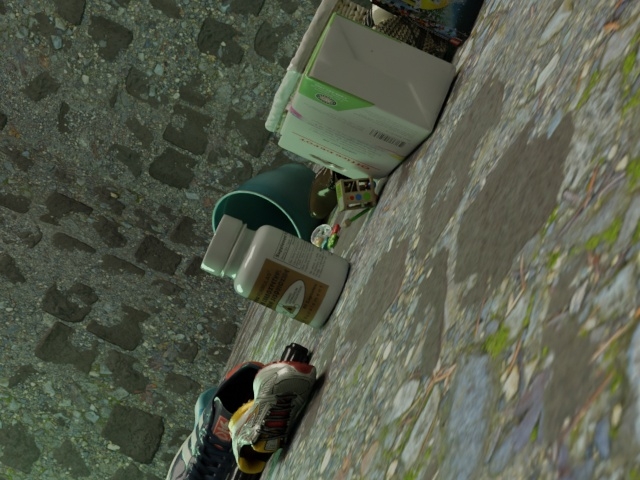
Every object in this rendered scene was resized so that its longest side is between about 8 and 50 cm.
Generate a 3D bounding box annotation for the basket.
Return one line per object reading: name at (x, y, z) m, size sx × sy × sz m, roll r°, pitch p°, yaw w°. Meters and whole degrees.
basket at (0.041, -0.466, 2.426) m, size 0.328 × 0.267 × 0.331 m, roll 125°, pitch 168°, yaw -62°

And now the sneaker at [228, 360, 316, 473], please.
sneaker at (-0.064, 0.259, 1.241) m, size 0.092 × 0.088 × 0.225 m, roll -102°, pitch 32°, yaw -46°

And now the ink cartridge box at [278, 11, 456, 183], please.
ink cartridge box at (0.059, -0.214, 1.391) m, size 0.353 × 0.207 × 0.119 m, roll 137°, pitch 155°, yaw -75°

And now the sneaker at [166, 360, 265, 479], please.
sneaker at (-0.188, 0.374, 1.565) m, size 0.148 × 0.131 × 0.350 m, roll 115°, pitch 178°, yaw -64°

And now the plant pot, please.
plant pot at (-0.111, -0.073, 2.292) m, size 0.255 × 0.272 × 0.271 m, roll -49°, pitch -8°, yaw -48°

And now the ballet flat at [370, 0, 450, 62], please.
ballet flat at (0.170, -0.454, 1.515) m, size 0.164 × 0.182 × 0.482 m, roll -27°, pitch 28°, yaw 35°

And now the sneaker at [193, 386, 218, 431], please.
sneaker at (-0.258, 0.470, 1.862) m, size 0.208 × 0.127 × 0.319 m, roll -62°, pitch 5°, yaw 18°

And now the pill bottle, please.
pill bottle at (-0.079, 0.048, 1.442) m, size 0.131 × 0.229 × 0.131 m, roll -156°, pitch 90°, yaw -85°

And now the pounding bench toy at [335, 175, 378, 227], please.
pounding bench toy at (0.067, -0.066, 1.477) m, size 0.052 × 0.065 × 0.083 m, roll 149°, pitch 114°, yaw -80°

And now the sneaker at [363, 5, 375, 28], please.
sneaker at (0.216, -0.569, 2.061) m, size 0.384 × 0.145 × 0.147 m, roll -63°, pitch -15°, yaw 1°

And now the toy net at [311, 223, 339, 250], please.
toy net at (0.000, 0.000, 1.892) m, size 0.232 × 0.045 × 0.122 m, roll -82°, pitch 17°, yaw -73°

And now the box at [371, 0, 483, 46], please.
box at (0.197, -0.445, 1.345) m, size 0.233 × 0.159 × 0.044 m, roll -66°, pitch 7°, yaw -14°

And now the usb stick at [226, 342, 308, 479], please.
usb stick at (-0.090, 0.302, 1.401) m, size 0.077 × 0.045 × 0.278 m, roll 105°, pitch -172°, yaw -78°

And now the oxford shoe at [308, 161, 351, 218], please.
oxford shoe at (0.030, -0.144, 2.076) m, size 0.096 × 0.083 × 0.227 m, roll -88°, pitch 22°, yaw -66°
